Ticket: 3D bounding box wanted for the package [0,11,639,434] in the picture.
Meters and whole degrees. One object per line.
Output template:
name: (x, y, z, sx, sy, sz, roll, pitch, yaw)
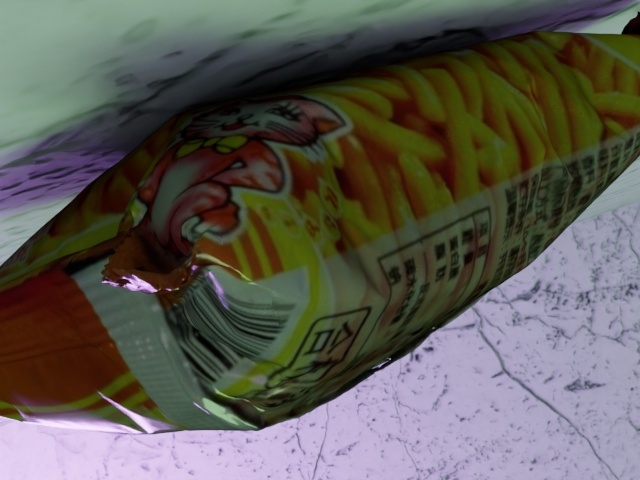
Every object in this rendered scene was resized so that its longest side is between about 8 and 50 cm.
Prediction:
package: (-0.004, 0.002, 0.491, 0.288, 0.108, 0.223, -19, 177, -40)
